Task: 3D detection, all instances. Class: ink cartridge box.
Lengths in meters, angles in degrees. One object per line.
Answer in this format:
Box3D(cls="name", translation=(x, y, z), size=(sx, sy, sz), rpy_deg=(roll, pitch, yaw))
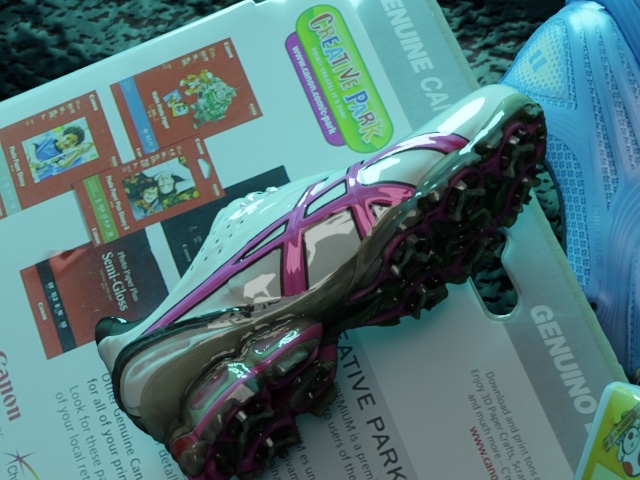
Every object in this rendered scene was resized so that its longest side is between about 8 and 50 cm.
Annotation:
Box3D(cls="ink cartridge box", translation=(-0.026, 0.072, 0.753), size=(0.272, 0.130, 0.309), rpy_deg=(-23, 60, 1))

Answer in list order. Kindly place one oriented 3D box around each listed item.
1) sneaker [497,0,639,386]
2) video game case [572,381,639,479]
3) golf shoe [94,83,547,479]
Box3D(cls="sneaker", translation=(0.176, 0.037, 0.736), size=(0.147, 0.130, 0.330), rpy_deg=(-41, 61, 16))
Box3D(cls="video game case", translation=(0.107, 0.176, 0.531), size=(0.206, 0.026, 0.227), rpy_deg=(30, 104, 64))
Box3D(cls="golf shoe", translation=(0.000, 0.000, 0.673), size=(0.186, 0.067, 0.086), rpy_deg=(-41, 60, -11))
